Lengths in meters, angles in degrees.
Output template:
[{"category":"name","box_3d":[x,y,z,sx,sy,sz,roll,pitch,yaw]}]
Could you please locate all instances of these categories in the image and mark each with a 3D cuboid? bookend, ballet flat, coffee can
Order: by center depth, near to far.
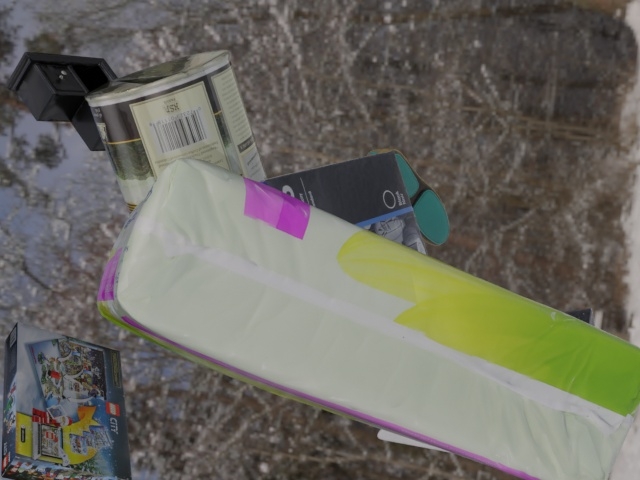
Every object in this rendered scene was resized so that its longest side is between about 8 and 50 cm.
[{"category":"coffee can","box_3d":[-0.177,-0.098,1.269,0.201,0.201,0.275,-46,-56,-56]},{"category":"bookend","box_3d":[-0.372,-0.208,1.438,0.072,0.156,0.157,-48,-22,29]},{"category":"ballet flat","box_3d":[0.159,-0.084,1.684,0.080,0.073,0.232,-47,-56,-16]}]

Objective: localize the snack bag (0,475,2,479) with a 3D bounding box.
[{"category":"snack bag","box_3d":[-0.423,0.461,1.129,0.342,0.037,0.323,-74,-27,-66]}]

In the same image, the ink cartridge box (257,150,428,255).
[{"category":"ink cartridge box","box_3d":[0.000,0.000,1.072,0.332,0.065,0.165,-20,-88,-49]}]

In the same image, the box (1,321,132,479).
[{"category":"box","box_3d":[-0.341,0.225,1.245,0.159,0.044,0.233,23,-150,-32]}]

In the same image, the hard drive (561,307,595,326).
[{"category":"hard drive","box_3d":[0.249,0.183,1.266,0.054,0.254,0.172,56,-144,-24]}]

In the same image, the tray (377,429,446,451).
[{"category":"tray","box_3d":[0.223,0.270,1.457,0.145,0.270,0.030,-49,-56,-36]}]

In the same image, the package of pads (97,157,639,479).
[{"category":"package of pads","box_3d":[0.013,0.058,0.586,0.101,0.296,0.229,-69,14,-10]}]
